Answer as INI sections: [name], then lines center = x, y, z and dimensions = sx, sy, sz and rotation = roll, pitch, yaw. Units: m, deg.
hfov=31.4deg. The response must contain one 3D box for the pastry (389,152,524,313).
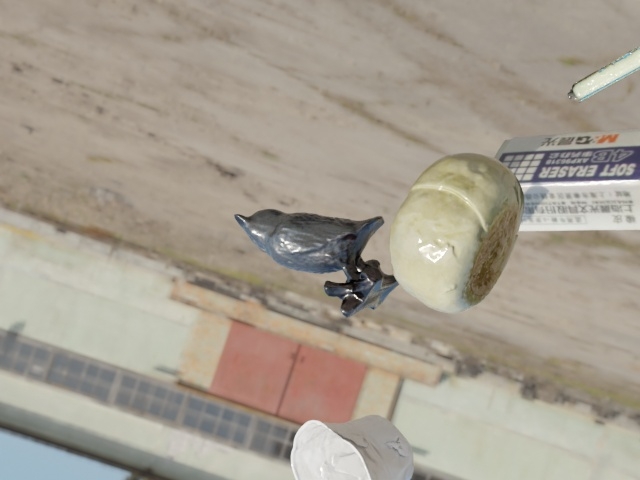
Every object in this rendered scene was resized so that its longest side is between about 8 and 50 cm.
[pastry]
center = 0.133, -0.008, 1.089
dimensions = 0.092, 0.156, 0.156
rotation = 33, -178, 30

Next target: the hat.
[hat]
center = 0.062, 0.344, 1.730
dimensions = 0.203, 0.203, 0.126
rotation = 13, -152, 44

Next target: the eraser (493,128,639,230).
[eraser]
center = 0.353, -0.079, 1.455
dimensions = 0.279, 0.124, 0.081
rotation = -1, 127, 34

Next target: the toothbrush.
[toothbrush]
center = 0.363, -0.206, 1.076
dimensions = 0.294, 0.026, 0.028
rotation = -28, 170, 28

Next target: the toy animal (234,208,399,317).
[toy animal]
center = -0.002, -0.004, 1.346
dimensions = 0.210, 0.117, 0.121
rotation = 33, -161, 17
